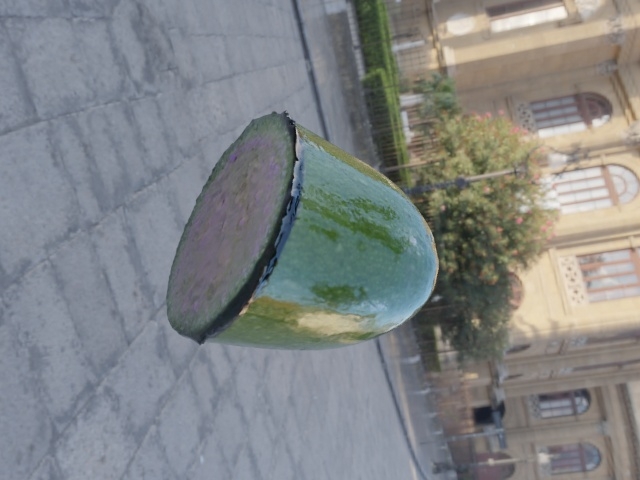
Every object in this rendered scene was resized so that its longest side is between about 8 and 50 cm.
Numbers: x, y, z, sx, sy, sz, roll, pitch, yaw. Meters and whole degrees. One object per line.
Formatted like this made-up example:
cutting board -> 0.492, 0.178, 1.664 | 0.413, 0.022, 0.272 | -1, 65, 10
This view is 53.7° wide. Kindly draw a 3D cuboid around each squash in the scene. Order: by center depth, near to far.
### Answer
squash -> 0.000, 0.032, 0.846 | 0.309, 0.310, 0.310 | 26, 42, -30
